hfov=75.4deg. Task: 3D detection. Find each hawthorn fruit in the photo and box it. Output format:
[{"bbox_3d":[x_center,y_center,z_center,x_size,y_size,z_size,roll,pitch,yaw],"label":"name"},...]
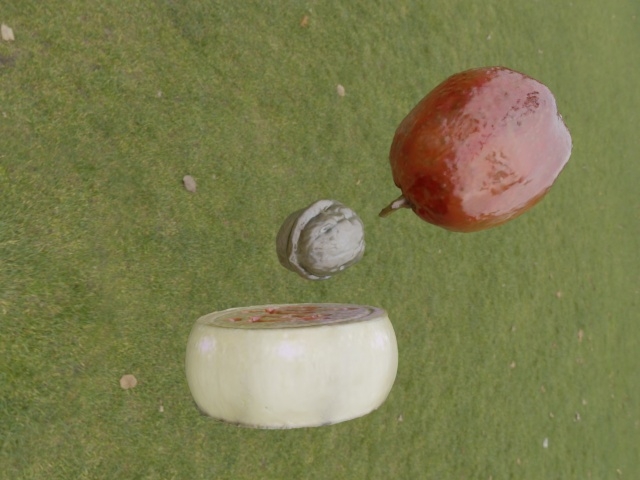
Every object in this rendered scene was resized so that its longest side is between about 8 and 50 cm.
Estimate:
[{"bbox_3d":[0.187,-0.102,0.550,0.253,0.205,0.205,-41,125,9],"label":"hawthorn fruit"}]

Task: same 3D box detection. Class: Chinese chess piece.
[{"bbox_3d":[-0.036,0.148,0.543,0.270,0.270,0.111,1,86,-46],"label":"Chinese chess piece"}]

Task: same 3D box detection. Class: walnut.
[{"bbox_3d":[0.000,0.000,1.023,0.224,0.224,0.223,6,81,-45],"label":"walnut"}]
